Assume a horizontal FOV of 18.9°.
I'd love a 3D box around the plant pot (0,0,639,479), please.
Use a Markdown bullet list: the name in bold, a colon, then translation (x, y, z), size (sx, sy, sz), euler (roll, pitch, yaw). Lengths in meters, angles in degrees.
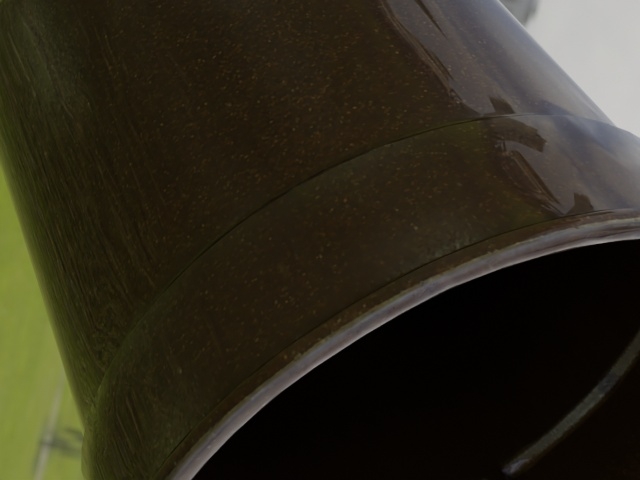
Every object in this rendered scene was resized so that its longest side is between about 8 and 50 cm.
- **plant pot**: translation (0.000, 0.000, 0.459), size (0.165, 0.167, 0.167), euler (59, -34, 37)
